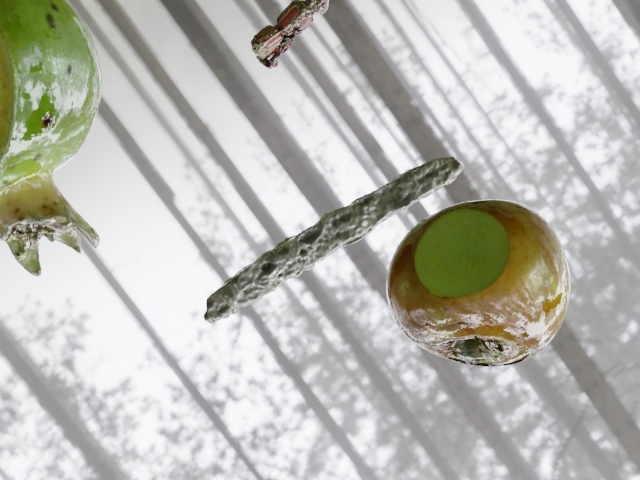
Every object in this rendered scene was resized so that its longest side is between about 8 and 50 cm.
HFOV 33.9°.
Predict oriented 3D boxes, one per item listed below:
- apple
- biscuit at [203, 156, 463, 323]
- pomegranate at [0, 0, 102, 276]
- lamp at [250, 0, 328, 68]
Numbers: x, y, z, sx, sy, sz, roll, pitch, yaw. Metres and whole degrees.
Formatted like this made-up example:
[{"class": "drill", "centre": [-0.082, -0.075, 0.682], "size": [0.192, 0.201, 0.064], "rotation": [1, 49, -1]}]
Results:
[{"class": "apple", "centre": [0.101, 0.026, 0.668], "size": [0.114, 0.099, 0.102], "rotation": [-4, -120, 25]}, {"class": "biscuit", "centre": [-0.001, -0.002, 1.044], "size": [0.290, 0.038, 0.141], "rotation": [-32, -178, -16]}, {"class": "pomegranate", "centre": [-0.339, -0.128, 1.077], "size": [0.260, 0.340, 0.260], "rotation": [-24, -170, 5]}, {"class": "lamp", "centre": [-0.026, -0.191, 0.936], "size": [0.083, 0.031, 0.063], "rotation": [-42, -178, 2]}]
